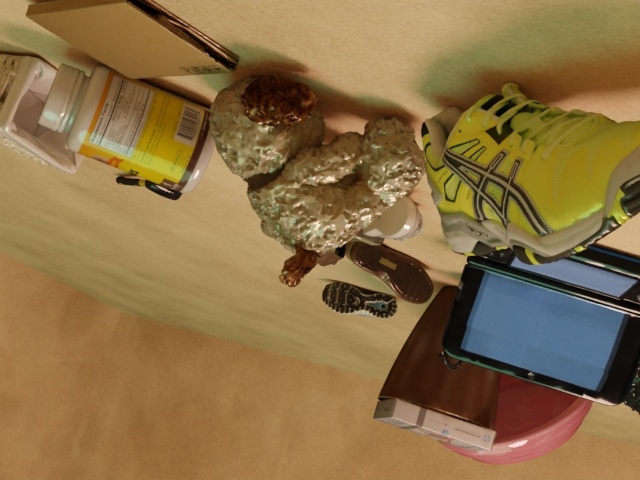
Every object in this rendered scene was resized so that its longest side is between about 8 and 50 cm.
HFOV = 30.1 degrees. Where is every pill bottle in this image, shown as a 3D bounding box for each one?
[{"bbox_3d":[-0.246,-0.149,1.528,0.215,0.117,0.117,21,167,-15],"label":"pill bottle"}]

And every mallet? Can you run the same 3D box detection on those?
[{"bbox_3d":[-0.309,-0.102,2.038,0.189,0.039,0.062,10,168,47],"label":"mallet"}]

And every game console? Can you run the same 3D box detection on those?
[{"bbox_3d":[0.339,0.109,1.708,0.293,0.173,0.250,16,168,6],"label":"game console"}]

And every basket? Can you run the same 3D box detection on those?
[{"bbox_3d":[-0.400,-0.178,1.641,0.103,0.113,0.167,16,169,27],"label":"basket"}]

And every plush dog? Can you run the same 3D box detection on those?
[{"bbox_3d":[-0.042,-0.092,1.399,0.225,0.210,0.262,49,158,-13],"label":"plush dog"}]

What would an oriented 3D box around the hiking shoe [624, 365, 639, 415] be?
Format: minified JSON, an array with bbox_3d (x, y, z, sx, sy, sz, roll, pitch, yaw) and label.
[{"bbox_3d":[0.577,0.235,2.075,0.113,0.132,0.304,-9,133,23],"label":"hiking shoe"}]

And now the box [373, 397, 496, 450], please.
[{"bbox_3d":[0.198,0.324,2.092,0.186,0.038,0.145,18,168,-7],"label":"box"}]

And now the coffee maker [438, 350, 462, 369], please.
[{"bbox_3d":[0.321,0.160,1.971,0.178,0.171,0.120,1,143,49],"label":"coffee maker"}]

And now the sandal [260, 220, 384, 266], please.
[{"bbox_3d":[0.001,0.001,1.914,0.120,0.086,0.302,24,167,-27],"label":"sandal"}]

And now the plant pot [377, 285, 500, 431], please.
[{"bbox_3d":[0.238,0.208,2.155,0.215,0.231,0.215,16,168,4],"label":"plant pot"}]

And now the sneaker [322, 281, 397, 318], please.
[{"bbox_3d":[0.080,0.132,2.452,0.162,0.063,0.073,16,171,11],"label":"sneaker"}]

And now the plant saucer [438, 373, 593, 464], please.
[{"bbox_3d":[0.376,0.322,2.293,0.332,0.332,0.084,4,123,48],"label":"plant saucer"}]

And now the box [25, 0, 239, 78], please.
[{"bbox_3d":[-0.215,-0.230,1.349,0.201,0.021,0.164,6,163,46],"label":"box"}]

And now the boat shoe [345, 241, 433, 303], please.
[{"bbox_3d":[0.114,0.045,2.037,0.190,0.068,0.072,36,172,-30],"label":"boat shoe"}]

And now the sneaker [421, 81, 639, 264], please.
[{"bbox_3d":[0.196,-0.071,1.128,0.147,0.145,0.384,61,158,-9],"label":"sneaker"}]

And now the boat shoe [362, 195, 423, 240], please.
[{"bbox_3d":[0.113,-0.026,1.698,0.063,0.066,0.184,10,169,-15],"label":"boat shoe"}]
